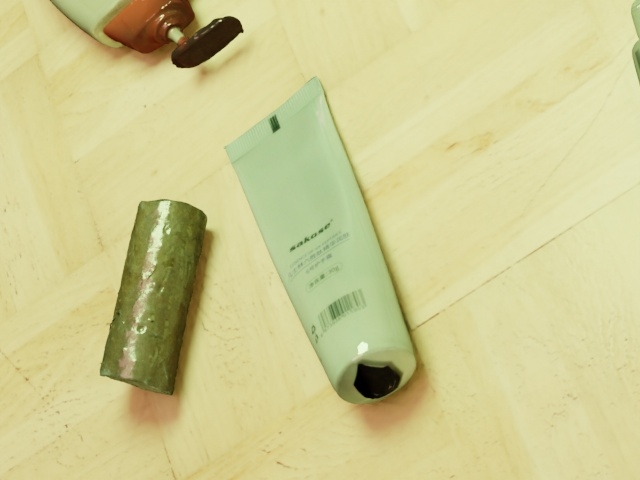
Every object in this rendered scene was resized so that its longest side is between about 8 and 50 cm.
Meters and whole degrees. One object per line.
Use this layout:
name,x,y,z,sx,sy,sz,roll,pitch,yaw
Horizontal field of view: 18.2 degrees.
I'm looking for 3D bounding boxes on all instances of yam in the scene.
yam,-0.146,0.050,1.742,0.068,0.068,0.169,-1,71,34

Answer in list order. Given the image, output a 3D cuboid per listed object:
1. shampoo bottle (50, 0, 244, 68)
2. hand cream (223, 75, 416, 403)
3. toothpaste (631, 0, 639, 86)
shampoo bottle,-0.177,-0.250,1.885,0.153,0.071,0.284,-46,55,7
hand cream,0.000,0.000,1.674,0.109,0.067,0.320,-37,50,18
toothpaste,0.281,-0.078,1.521,0.067,0.037,0.255,-24,63,25
